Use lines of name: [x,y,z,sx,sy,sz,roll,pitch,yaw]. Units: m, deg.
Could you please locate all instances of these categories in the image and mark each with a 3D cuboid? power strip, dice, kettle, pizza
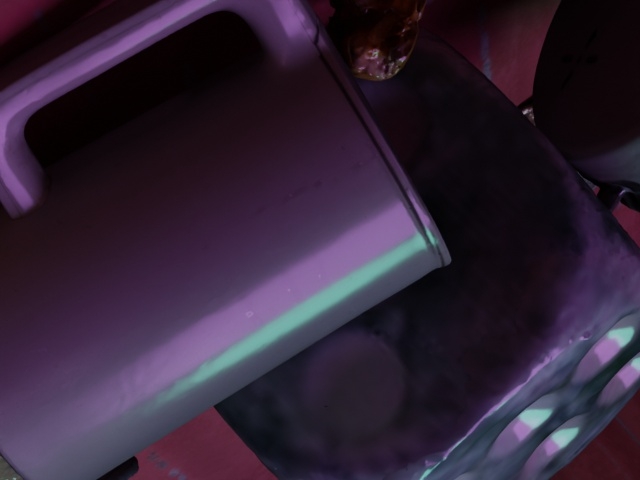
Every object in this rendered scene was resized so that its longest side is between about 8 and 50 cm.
power strip: [0.337,-0.166,1.223,0.357,0.161,0.357,-48,-157,28]
dice: [0.075,0.050,1.228,0.328,0.348,0.330,-42,161,3]
kettle: [-0.107,-0.014,0.984,0.318,0.265,0.205,-29,-177,1]
pizza: [0.045,-0.208,0.997,0.154,0.069,0.194,-87,-168,-67]

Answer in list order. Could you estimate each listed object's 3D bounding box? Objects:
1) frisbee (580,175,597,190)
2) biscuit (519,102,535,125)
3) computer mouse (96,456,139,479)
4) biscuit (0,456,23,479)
frisbee: [0.348,-0.082,1.907,0.110,0.014,0.110,-34,159,-14]
biscuit: [0.239,-0.116,1.601,0.299,0.045,0.154,-38,161,-3]
computer mouse: [-0.308,0.290,1.405,0.203,0.114,0.374,-51,158,26]
biscuit: [-0.267,0.191,1.224,0.147,0.046,0.250,-13,121,-49]
